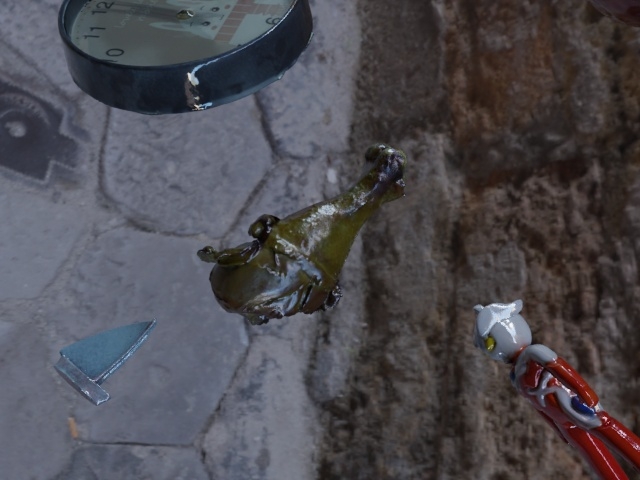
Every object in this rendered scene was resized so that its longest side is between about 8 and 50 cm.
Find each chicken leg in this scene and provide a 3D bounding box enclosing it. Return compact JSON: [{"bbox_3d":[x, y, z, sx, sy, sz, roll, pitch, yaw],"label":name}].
[{"bbox_3d":[0.001,0.016,1.269,0.361,0.140,0.211,-29,134,-11],"label":"chicken leg"}]

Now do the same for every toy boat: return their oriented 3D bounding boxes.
[{"bbox_3d":[-0.256,0.133,0.981,0.122,0.096,0.034,-46,154,-24],"label":"toy boat"}]

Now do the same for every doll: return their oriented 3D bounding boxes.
[{"bbox_3d":[0.372,0.241,1.271,0.099,0.188,0.384,-28,59,-17],"label":"doll"}]

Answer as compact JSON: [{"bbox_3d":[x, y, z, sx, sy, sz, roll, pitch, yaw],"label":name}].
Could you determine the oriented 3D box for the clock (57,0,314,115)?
[{"bbox_3d":[-0.204,-0.340,1.218,0.386,0.386,0.076,-53,152,-34],"label":"clock"}]

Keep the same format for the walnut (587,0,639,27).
[{"bbox_3d":[0.410,-0.347,0.852,0.244,0.269,0.221,-45,127,-26],"label":"walnut"}]
